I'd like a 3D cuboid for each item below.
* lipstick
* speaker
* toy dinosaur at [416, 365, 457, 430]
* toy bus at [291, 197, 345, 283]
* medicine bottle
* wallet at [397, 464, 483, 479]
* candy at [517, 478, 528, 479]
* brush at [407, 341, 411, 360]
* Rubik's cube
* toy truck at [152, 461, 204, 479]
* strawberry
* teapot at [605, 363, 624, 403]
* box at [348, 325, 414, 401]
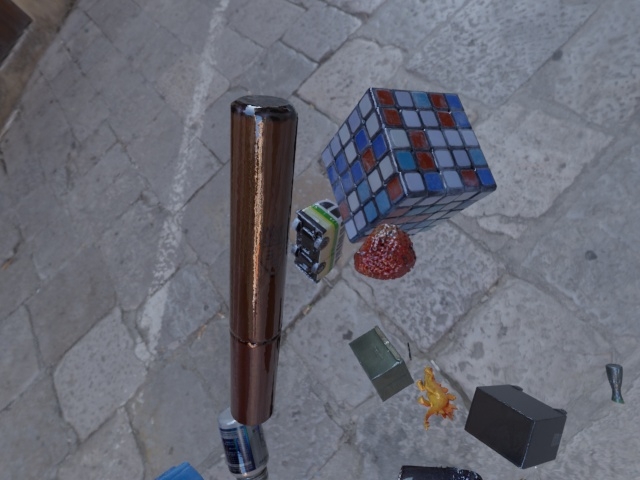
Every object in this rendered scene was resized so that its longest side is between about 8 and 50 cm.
[{"bbox_3d":[-0.062,0.046,0.399,0.057,0.356,0.057,6,30,-3],"label":"lipstick"},{"bbox_3d":[0.687,0.643,1.437,0.232,0.254,0.184,21,98,55],"label":"speaker"},{"bbox_3d":[0.339,0.460,1.176,0.117,0.288,0.070,30,109,1],"label":"toy dinosaur"},{"bbox_3d":[0.000,0.000,1.523,0.143,0.305,0.179,39,56,25],"label":"toy bus"},{"bbox_3d":[-0.192,0.527,1.045,0.107,0.107,0.191,-12,92,22],"label":"medicine bottle"},{"bbox_3d":[0.340,0.790,1.215,0.262,0.071,0.221,-12,25,32],"label":"wallet"},{"bbox_3d":[0.632,0.712,1.046,0.288,0.078,0.084,23,33,11],"label":"candy"},{"bbox_3d":[0.386,0.481,1.766,0.008,0.024,0.083,-8,96,30],"label":"brush"},{"bbox_3d":[0.212,-0.185,1.057,0.287,0.292,0.293,-42,58,57],"label":"Rubik's cube"},{"bbox_3d":[-0.359,0.632,0.823,0.162,0.161,0.385,45,110,17],"label":"toy truck"},{"bbox_3d":[0.092,0.020,0.591,0.096,0.083,0.083,-18,50,-20],"label":"strawberry"},{"bbox_3d":[0.882,0.428,1.218,0.043,0.043,0.110,-6,89,25],"label":"teapot"},{"bbox_3d":[0.241,0.490,1.649,0.149,0.155,0.231,-31,32,-5],"label":"box"}]
